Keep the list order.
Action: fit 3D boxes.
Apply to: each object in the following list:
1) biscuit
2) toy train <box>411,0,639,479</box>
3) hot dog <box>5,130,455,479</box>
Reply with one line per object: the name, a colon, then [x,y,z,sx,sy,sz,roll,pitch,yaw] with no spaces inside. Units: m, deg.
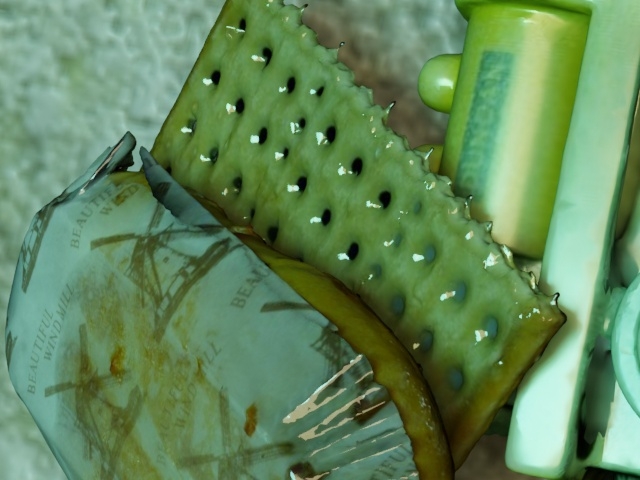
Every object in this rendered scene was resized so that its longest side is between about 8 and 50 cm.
biscuit: [0.000,0.000,0.741,0.231,0.016,0.139,53,127,34]
toy train: [0.127,-0.055,0.735,0.237,0.150,0.368,10,84,21]
hot dog: [-0.047,0.066,0.724,0.270,0.082,0.162,41,117,45]
